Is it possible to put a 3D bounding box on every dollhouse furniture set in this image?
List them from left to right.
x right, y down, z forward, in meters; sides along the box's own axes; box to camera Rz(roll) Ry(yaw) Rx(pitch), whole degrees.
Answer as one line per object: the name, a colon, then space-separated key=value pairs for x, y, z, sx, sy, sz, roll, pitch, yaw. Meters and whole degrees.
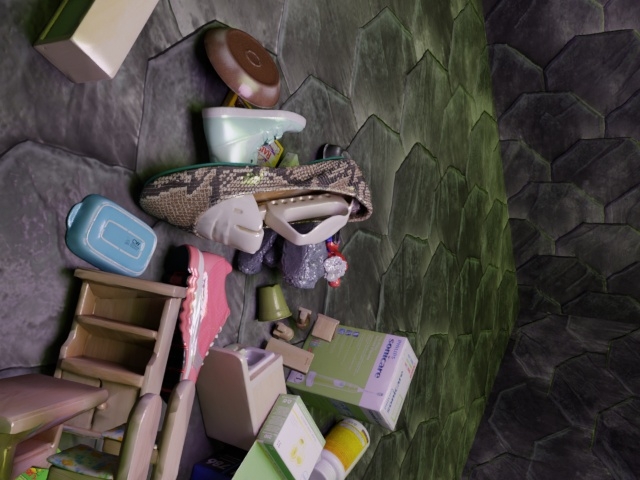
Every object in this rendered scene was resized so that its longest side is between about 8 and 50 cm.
dollhouse furniture set: x=-0.343 y=0.165 z=0.767 sx=0.394 sy=0.361 sz=0.257 roll=62 pitch=39 yaw=-82
dollhouse furniture set: x=-0.050 y=0.265 z=1.435 sx=0.123 sy=0.144 sz=0.151 roll=98 pitch=14 yaw=-61

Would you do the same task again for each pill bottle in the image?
pill bottle: x=0.045 y=0.616 z=1.631 sx=0.215 sy=0.117 sz=0.117 roll=-32 pitch=121 yaw=-51

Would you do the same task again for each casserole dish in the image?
casserole dish: x=-0.355 y=-0.002 z=0.996 sx=0.188 sy=0.036 sz=0.114 roll=45 pitch=58 yaw=-51

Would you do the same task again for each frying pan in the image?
frying pan: x=0.050 y=-0.147 z=1.502 sx=0.197 sy=0.053 sz=0.326 roll=63 pitch=23 yaw=-19

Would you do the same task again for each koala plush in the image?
koala plush: x=-0.043 y=0.030 z=1.331 sx=0.221 sy=0.196 sz=0.203 roll=44 pitch=63 yaw=-56

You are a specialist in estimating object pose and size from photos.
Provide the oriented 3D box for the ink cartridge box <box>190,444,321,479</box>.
ink cartridge box: x=-0.153 y=0.509 z=1.267 sx=0.332 sy=0.165 sz=0.065 roll=-11 pitch=103 yaw=-57

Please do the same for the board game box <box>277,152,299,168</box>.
board game box: x=-0.092 y=-0.121 z=1.369 sx=0.154 sy=0.026 sz=0.103 roll=-61 pitch=155 yaw=-32

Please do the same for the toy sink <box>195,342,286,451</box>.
toy sink: x=-0.168 y=0.307 z=1.225 sx=0.131 sy=0.152 sz=0.234 roll=-31 pitch=119 yaw=-51

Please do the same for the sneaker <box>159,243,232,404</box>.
sneaker: x=-0.234 y=0.170 z=1.110 sx=0.136 sy=0.115 sz=0.314 roll=11 pitch=85 yaw=-44

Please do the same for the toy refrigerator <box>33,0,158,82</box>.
toy refrigerator: x=-0.335 y=-0.389 z=0.908 sx=0.094 sy=0.102 sz=0.270 roll=47 pitch=57 yaw=-49

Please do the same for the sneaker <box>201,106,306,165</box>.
sneaker: x=-0.136 y=-0.200 z=1.203 sx=0.255 sy=0.094 sz=0.151 roll=-10 pitch=103 yaw=-43

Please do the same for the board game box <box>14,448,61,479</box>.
board game box: x=-0.440 y=0.394 z=0.915 sx=0.092 sy=0.043 sz=0.181 roll=-55 pitch=138 yaw=-38

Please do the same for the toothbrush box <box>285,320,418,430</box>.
toothbrush box: x=0.083 y=0.347 z=1.498 sx=0.206 sy=0.283 sz=0.122 roll=-63 pitch=141 yaw=-31

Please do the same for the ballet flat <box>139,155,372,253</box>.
ballet flat: x=-0.092 y=-0.065 z=1.109 sx=0.482 sy=0.164 sz=0.182 roll=-9 pitch=59 yaw=-32

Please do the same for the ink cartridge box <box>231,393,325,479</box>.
ink cartridge box: x=-0.085 y=0.462 z=1.172 sx=0.235 sy=0.056 sz=0.171 roll=-58 pitch=136 yaw=-42

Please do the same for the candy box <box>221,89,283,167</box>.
candy box: x=-0.159 y=-0.227 z=1.272 sx=0.206 sy=0.027 sz=0.105 roll=48 pitch=59 yaw=-49

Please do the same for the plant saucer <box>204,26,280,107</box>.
plant saucer: x=-0.148 y=-0.365 z=1.170 sx=0.198 sy=0.036 sz=0.199 roll=33 pitch=40 yaw=-33

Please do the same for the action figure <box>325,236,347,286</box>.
action figure: x=0.000 y=0.000 z=1.512 sx=0.091 sy=0.139 sz=0.281 roll=33 pitch=45 yaw=-52

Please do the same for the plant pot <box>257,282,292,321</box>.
plant pot: x=-0.117 y=0.146 z=1.359 sx=0.083 sy=0.083 sz=0.079 roll=-16 pitch=95 yaw=-55
